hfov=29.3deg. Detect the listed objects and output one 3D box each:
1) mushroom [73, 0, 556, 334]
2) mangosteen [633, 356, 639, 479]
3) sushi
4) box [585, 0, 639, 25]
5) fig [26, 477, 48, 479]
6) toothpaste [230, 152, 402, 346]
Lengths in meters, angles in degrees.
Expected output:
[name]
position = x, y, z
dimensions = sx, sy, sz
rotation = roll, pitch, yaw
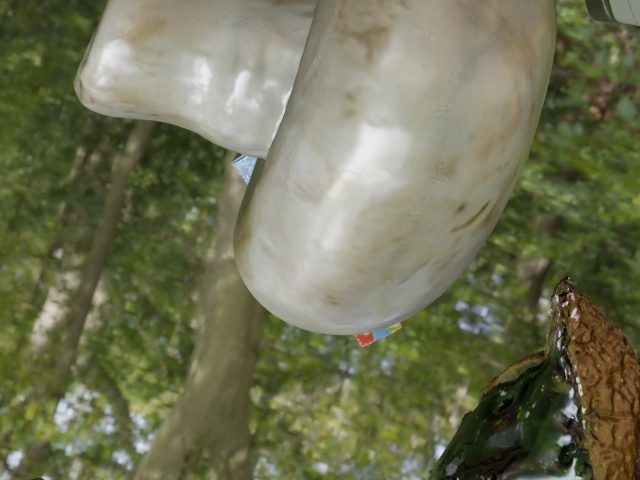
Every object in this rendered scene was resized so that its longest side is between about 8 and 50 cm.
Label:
[mushroom]
position = -0.004, -0.082, 0.619
dimensions = 0.244, 0.243, 0.243
rotation = 19, -166, -5
[mangosteen]
position = 0.351, 0.171, 1.043
dimensions = 0.216, 0.216, 0.216
rotation = 19, -166, -5
[sushi]
position = 0.160, 0.173, 0.930
dimensions = 0.140, 0.287, 0.149
rotation = 7, -138, -25
[box]
position = 0.345, -0.322, 1.345
dimensions = 0.071, 0.168, 0.259
rotation = -20, -167, -3
[fig]
position = -0.203, 0.353, 1.061
dimensions = 0.316, 0.316, 0.316
rotation = 19, -166, -5
[toothpaste]
position = 0.000, 0.000, 0.996
dimensions = 0.193, 0.044, 0.070
rotation = 55, -156, -16
